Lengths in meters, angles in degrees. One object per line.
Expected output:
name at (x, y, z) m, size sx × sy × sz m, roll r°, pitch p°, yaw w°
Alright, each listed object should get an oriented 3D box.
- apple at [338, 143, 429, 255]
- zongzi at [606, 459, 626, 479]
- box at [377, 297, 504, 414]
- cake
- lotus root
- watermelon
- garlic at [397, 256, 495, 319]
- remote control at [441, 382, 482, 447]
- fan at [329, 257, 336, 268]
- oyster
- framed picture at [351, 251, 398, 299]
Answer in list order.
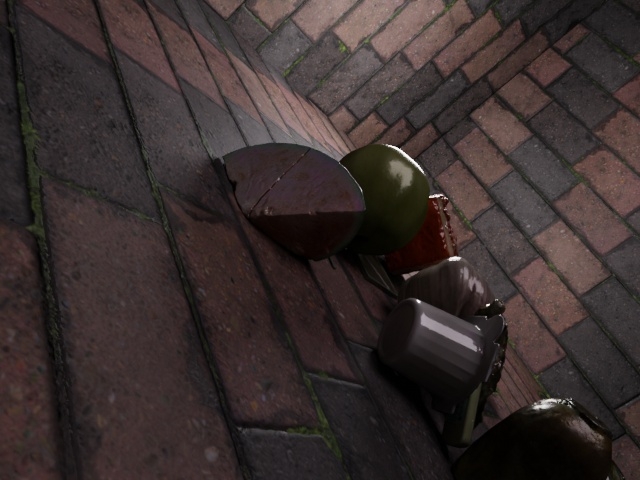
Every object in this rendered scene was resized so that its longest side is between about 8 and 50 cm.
apple at (0.174, -0.122, 1.758) m, size 0.357 × 0.357 × 0.357 m, roll 45°, pitch 16°, yaw -17°
zongzi at (0.712, 0.774, 1.317) m, size 0.432 × 0.207 × 0.403 m, roll 52°, pitch 41°, yaw -4°
box at (0.282, 0.252, 1.344) m, size 0.206 × 0.291 × 0.262 m, roll 27°, pitch 34°, yaw -15°
cake at (0.374, -0.015, 2.076) m, size 0.319 × 0.269 × 0.270 m, roll 3°, pitch 74°, yaw -70°
lotus root at (0.488, 0.504, 1.228) m, size 0.250 × 0.346 × 0.250 m, roll 40°, pitch 15°, yaw -13°
watermelon at (-0.066, -0.087, 1.395) m, size 0.222 × 0.318 × 0.292 m, roll 84°, pitch -7°, yaw -47°
garlic at (0.381, 0.205, 1.650) m, size 0.317 × 0.317 × 0.260 m, roll 36°, pitch 49°, yaw -42°
remote control at (0.355, 0.390, 1.341) m, size 0.038 × 0.098 × 0.234 m, roll 26°, pitch 66°, yaw -12°
fan at (0.000, 0.000, 1.609) m, size 0.132 × 0.009 × 0.220 m, roll 30°, pitch 26°, yaw -50°
oyster at (0.429, 0.316, 1.495) m, size 0.110 × 0.397 × 0.204 m, roll 13°, pitch 16°, yaw 5°
framed picture at (0.164, 0.062, 1.900) m, size 0.211 × 0.020 × 0.290 m, roll 34°, pitch 22°, yaw -45°
